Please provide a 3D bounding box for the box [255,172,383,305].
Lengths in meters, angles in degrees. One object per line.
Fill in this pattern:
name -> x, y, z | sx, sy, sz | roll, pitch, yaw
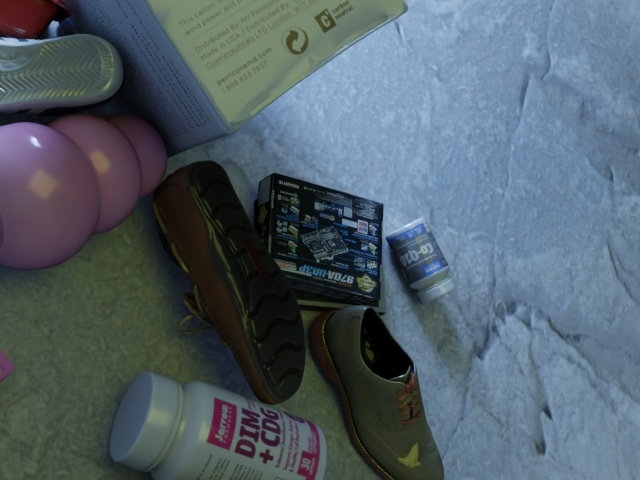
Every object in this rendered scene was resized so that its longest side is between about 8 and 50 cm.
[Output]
box -> 0.000, 0.000, 1.926 | 0.220, 0.051, 0.175 | 14, 67, -29

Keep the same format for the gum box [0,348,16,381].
gum box -> -0.508, 0.145, 1.574 | 0.188, 0.062, 0.107 | 52, 54, -7

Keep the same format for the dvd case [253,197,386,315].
dvd case -> 0.000, 0.030, 1.967 | 0.238, 0.029, 0.179 | 7, 70, -30

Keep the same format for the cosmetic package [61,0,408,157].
cosmetic package -> -0.146, -0.353, 1.714 | 0.329, 0.393, 0.327 | -37, 101, -17

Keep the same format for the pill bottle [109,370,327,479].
pill bottle -> -0.147, 0.296, 1.693 | 0.283, 0.160, 0.160 | 24, 62, -24

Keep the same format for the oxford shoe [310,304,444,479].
oxford shoe -> 0.111, 0.261, 1.889 | 0.123, 0.130, 0.348 | -37, 98, -37

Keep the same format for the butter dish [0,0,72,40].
butter dish -> -0.467, -0.334, 1.740 | 0.160, 0.160, 0.118 | 30, 83, -21

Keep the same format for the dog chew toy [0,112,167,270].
dog chew toy -> -0.353, -0.089, 1.682 | 0.332, 0.206, 0.207 | -30, 90, -44

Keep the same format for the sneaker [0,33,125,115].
sneaker -> -0.452, -0.231, 1.699 | 0.350, 0.148, 0.131 | 3, 87, 0

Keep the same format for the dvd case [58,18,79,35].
dvd case -> -0.278, -0.331, 1.919 | 0.253, 0.022, 0.180 | 39, 56, -15

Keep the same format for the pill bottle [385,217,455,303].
pill bottle -> 0.176, 0.036, 2.048 | 0.078, 0.078, 0.137 | -25, 88, -37

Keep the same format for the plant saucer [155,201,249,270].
plant saucer -> -0.188, -0.015, 1.861 | 0.168, 0.029, 0.168 | 12, 66, -29

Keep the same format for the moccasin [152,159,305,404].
moccasin -> -0.144, 0.072, 1.768 | 0.139, 0.147, 0.380 | -30, 89, -50
